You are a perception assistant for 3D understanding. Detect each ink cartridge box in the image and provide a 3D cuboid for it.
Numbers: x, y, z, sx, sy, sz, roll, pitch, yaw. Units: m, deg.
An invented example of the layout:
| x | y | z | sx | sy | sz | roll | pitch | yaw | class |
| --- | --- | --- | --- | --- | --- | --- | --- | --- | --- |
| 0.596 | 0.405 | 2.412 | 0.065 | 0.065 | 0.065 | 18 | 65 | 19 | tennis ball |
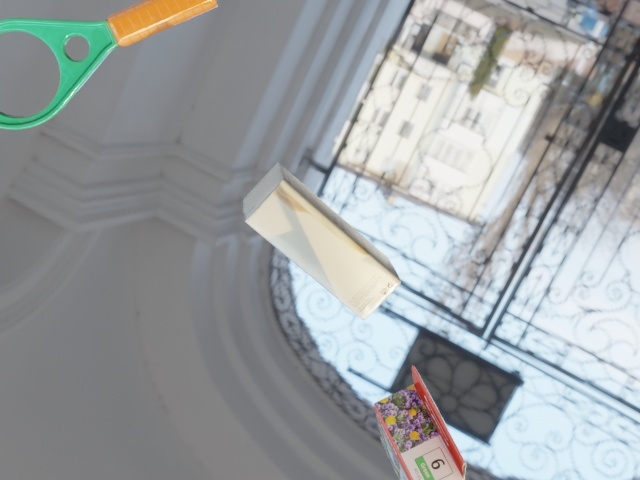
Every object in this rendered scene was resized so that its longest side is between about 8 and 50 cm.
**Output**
| x | y | z | sx | sy | sz | roll | pitch | yaw | class |
| --- | --- | --- | --- | --- | --- | --- | --- | --- | --- |
| 0.056 | 0.120 | 0.539 | 0.115 | 0.029 | 0.063 | 77 | 168 | -63 | ink cartridge box |

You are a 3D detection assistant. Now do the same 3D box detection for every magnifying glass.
| x | y | z | sx | sy | sz | roll | pitch | yaw | class |
| --- | --- | --- | --- | --- | --- | --- | --- | --- | --- |
| -0.199 | -0.168 | 0.799 | 0.026 | 0.231 | 0.092 | -112 | -2 | -80 | magnifying glass |

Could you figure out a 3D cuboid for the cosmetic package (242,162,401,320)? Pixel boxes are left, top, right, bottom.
| x | y | z | sx | sy | sz | roll | pitch | yaw | class |
| --- | --- | --- | --- | --- | --- | --- | --- | --- | --- |
| 0.000 | 0.000 | 0.672 | 0.115 | 0.041 | 0.060 | 40 | -171 | -17 | cosmetic package |
